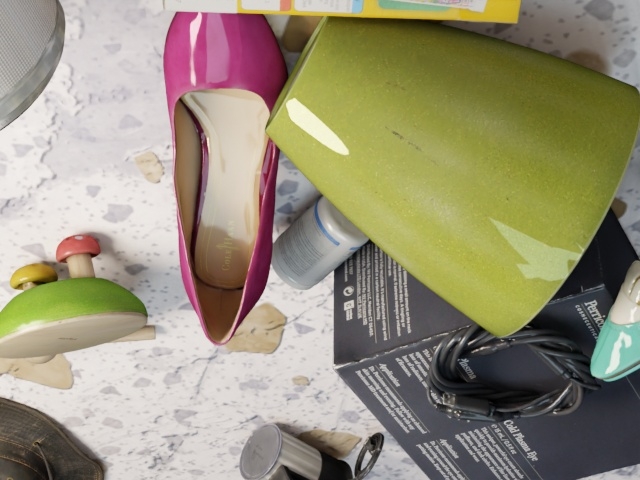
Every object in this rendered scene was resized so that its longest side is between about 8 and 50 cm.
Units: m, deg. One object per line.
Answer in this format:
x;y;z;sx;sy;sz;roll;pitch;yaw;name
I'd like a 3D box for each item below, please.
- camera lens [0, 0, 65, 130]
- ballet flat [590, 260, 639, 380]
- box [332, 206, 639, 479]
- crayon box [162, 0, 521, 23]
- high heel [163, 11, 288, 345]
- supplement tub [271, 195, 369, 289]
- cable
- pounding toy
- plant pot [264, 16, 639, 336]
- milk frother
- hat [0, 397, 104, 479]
-0.364;-0.224;1.292;0.219;0.219;0.274;-13;137;15;camera lens
0.353;0.040;1.481;0.247;0.083;0.087;-35;110;12;ballet flat
0.226;0.124;1.721;0.312;0.179;0.343;-17;136;21;box
0.023;-0.295;1.311;0.323;0.083;0.203;3;139;-1;crayon box
-0.092;-0.068;1.498;0.127;0.181;0.377;-2;139;3;high heel
0.000;0.000;1.662;0.071;0.071;0.107;27;133;-27;supplement tub
0.204;0.134;1.572;0.184;0.047;0.151;6;133;-2;cable
-0.295;0.064;1.738;0.183;0.110;0.237;-13;168;-1;pounding toy
0.107;-0.096;1.435;0.293;0.275;0.275;28;134;-8;plant pot
-0.006;0.287;1.992;0.134;0.129;0.143;32;87;-32;milk frother
-0.462;0.352;2.029;0.331;0.134;0.331;1;140;1;hat
